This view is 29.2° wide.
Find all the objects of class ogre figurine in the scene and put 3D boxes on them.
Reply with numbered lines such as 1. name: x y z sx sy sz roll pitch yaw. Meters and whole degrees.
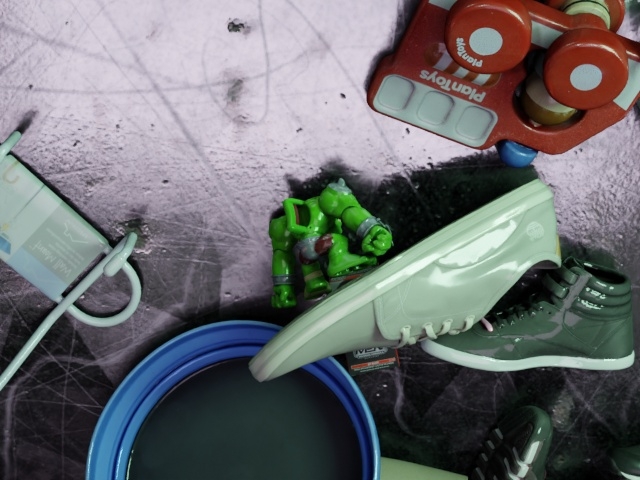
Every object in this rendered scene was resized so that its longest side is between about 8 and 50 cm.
1. ogre figurine: 0.000 0.000 1.580 0.096 0.197 0.118 -9 71 -32

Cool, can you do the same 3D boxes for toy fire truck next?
1. toy fire truck: 0.235 -0.210 1.510 0.302 0.169 0.254 20 134 -9

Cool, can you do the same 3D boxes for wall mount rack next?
1. wall mount rack: -0.416 0.038 1.587 0.350 0.130 0.304 42 104 -13

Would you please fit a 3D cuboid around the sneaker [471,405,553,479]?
1. sneaker: 0.298 0.365 1.744 0.162 0.106 0.281 17 115 -18

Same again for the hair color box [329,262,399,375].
1. hair color box: 0.059 0.107 1.665 0.072 0.043 0.141 -12 109 4

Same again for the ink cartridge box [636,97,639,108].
1. ink cartridge box: 0.545 -0.129 1.548 0.201 0.117 0.278 -31 107 9

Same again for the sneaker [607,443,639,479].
1. sneaker: 0.541 0.282 1.721 0.283 0.107 0.124 3 95 -6

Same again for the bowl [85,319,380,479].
1. bowl: -0.110 0.301 1.597 0.391 0.077 0.391 -5 67 12

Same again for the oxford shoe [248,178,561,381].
1. oxford shoe: 0.120 0.074 1.545 0.449 0.169 0.130 -28 90 -10

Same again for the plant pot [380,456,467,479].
1. plant pot: 0.029 0.393 1.684 0.274 0.256 0.257 21 109 9

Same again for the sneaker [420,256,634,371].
1. sneaker: 0.281 0.091 1.637 0.295 0.104 0.147 1 108 -7
